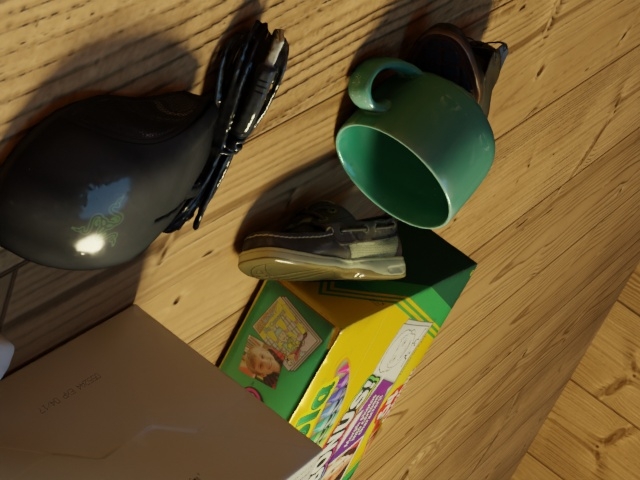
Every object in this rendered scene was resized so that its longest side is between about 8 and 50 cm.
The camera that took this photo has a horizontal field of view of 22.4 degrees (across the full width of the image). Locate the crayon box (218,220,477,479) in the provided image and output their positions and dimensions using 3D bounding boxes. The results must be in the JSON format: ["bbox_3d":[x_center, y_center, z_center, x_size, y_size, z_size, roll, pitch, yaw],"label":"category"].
[{"bbox_3d":[-0.016,0.171,1.712,0.313,0.106,0.363,-23,145,-59],"label":"crayon box"}]

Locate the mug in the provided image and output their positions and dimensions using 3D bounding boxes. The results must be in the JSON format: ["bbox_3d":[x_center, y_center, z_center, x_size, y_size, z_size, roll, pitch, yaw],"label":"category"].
[{"bbox_3d":[0.092,-0.096,1.446,0.097,0.129,0.157,-49,162,-24],"label":"mug"}]

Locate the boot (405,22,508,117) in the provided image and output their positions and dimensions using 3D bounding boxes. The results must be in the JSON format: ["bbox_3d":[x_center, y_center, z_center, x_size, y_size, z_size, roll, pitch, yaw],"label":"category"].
[{"bbox_3d":[0.129,-0.169,1.540,0.219,0.082,0.106,77,30,-63],"label":"boot"}]

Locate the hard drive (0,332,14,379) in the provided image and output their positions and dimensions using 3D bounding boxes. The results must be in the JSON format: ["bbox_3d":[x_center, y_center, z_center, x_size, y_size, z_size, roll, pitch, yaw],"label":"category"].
[{"bbox_3d":[-0.334,0.139,0.931,0.233,0.047,0.353,-56,162,6],"label":"hard drive"}]

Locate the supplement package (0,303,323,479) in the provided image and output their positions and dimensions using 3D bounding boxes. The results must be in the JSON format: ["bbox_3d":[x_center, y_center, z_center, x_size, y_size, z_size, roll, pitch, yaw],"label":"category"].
[{"bbox_3d":[-0.165,0.201,1.220,0.262,0.204,0.145,-32,153,-51],"label":"supplement package"}]

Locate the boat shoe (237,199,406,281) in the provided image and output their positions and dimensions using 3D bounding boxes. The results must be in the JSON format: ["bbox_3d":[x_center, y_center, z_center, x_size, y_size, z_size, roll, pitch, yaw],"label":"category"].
[{"bbox_3d":[0.001,0.000,1.498,0.224,0.080,0.073,6,79,-53],"label":"boat shoe"}]

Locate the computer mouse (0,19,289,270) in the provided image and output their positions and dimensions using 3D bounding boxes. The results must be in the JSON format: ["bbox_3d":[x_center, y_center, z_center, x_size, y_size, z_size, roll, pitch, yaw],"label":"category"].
[{"bbox_3d":[-0.114,-0.046,1.104,0.272,0.072,0.188,-24,147,-58],"label":"computer mouse"}]
